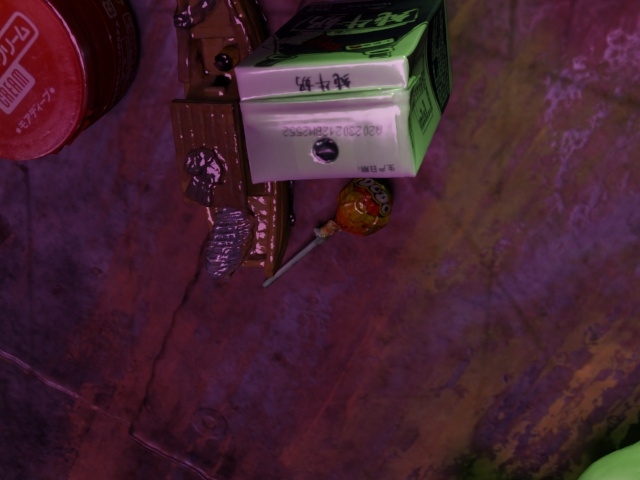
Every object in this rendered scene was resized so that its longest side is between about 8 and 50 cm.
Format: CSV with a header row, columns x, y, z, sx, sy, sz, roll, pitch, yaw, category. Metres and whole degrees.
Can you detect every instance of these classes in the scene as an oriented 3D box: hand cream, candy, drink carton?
x,y,z,sx,sy,sz,roll,pitch,yaw,category
-0.283,-0.185,0.864,0.193,0.125,0.193,6,117,12,hand cream
0.000,0.000,0.928,0.060,0.060,0.201,45,128,-9,candy
0.029,-0.130,0.745,0.134,0.222,0.102,1,117,15,drink carton

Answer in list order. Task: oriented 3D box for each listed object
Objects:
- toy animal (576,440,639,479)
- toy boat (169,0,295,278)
x,y,z,sx,sy,sz,roll,pitch,yaw,category
0.289,0.292,0.912,0.241,0.196,0.367,40,122,-5,toy animal
-0.090,-0.105,0.855,0.089,0.121,0.321,5,118,20,toy boat
